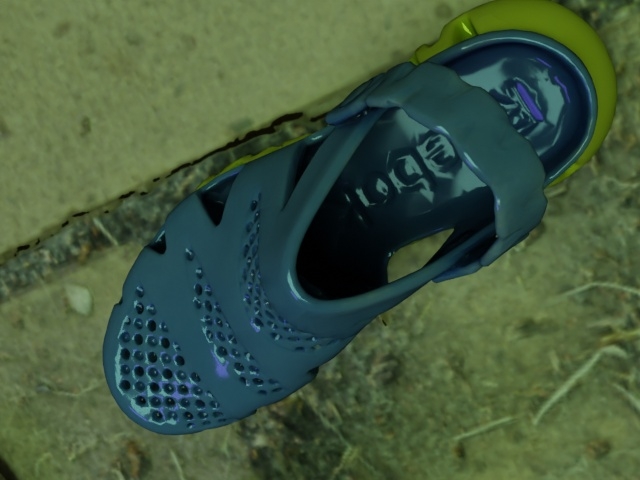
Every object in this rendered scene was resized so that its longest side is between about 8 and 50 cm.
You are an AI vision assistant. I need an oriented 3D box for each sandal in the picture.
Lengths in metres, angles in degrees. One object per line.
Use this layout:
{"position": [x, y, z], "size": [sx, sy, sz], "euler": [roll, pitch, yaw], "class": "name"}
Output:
{"position": [0.000, 0.000, 0.463], "size": [0.317, 0.138, 0.126], "euler": [-40, 95, 22], "class": "sandal"}

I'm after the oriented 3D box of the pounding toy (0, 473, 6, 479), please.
{"position": [-0.293, 0.220, 0.582], "size": [0.269, 0.155, 0.154], "euler": [23, 114, 6], "class": "pounding toy"}
